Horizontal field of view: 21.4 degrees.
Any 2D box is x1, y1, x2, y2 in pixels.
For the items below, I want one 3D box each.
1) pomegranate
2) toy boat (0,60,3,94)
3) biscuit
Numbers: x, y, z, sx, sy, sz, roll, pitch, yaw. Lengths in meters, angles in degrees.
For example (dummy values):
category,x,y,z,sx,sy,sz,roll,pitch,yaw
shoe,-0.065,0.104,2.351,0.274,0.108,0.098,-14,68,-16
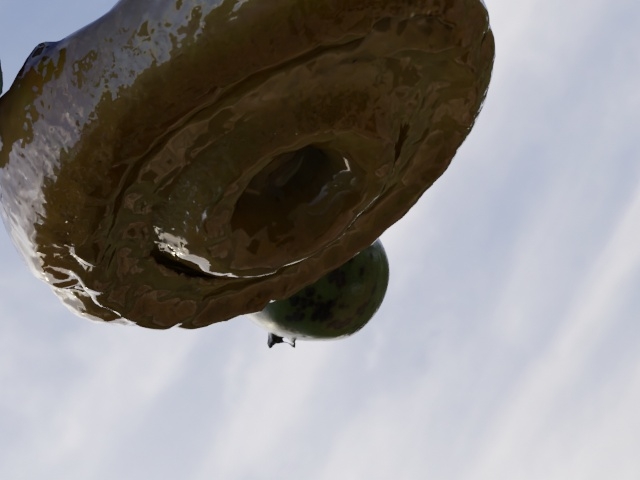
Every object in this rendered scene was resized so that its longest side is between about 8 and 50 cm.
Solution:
category,x,y,z,sx,sy,sz,roll,pitch,yaw
pomegranate,0.000,0.000,1.146,0.161,0.122,0.122,-54,-29,10
toy boat,-0.259,-0.096,0.915,0.207,0.078,0.134,16,-106,-62
biscuit,-0.033,-0.053,0.929,0.296,0.102,0.296,-26,-25,-13
